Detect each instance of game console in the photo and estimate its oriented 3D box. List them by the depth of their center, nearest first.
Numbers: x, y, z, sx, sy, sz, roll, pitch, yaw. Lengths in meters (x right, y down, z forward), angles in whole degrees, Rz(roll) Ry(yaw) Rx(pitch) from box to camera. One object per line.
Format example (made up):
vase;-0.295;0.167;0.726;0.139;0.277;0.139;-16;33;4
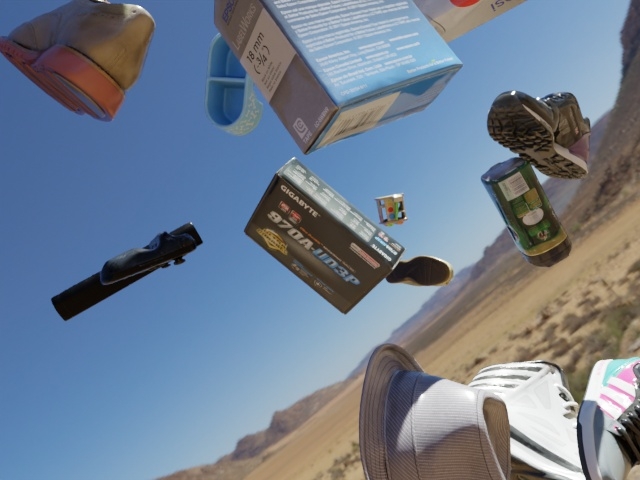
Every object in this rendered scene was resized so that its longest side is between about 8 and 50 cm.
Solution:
game console;-0.244;0.038;0.778;0.213;0.044;0.361;-32;6;-18

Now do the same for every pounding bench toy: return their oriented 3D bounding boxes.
pounding bench toy;0.154;-0.062;1.275;0.052;0.065;0.083;-12;5;-9

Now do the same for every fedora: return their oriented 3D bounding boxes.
fedora;0.155;0.246;0.696;0.124;0.275;0.243;-12;30;23

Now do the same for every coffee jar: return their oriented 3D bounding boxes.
coffee jar;0.349;-0.046;1.020;0.079;0.184;0.096;-30;12;6

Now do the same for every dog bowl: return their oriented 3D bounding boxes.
dog bowl;-0.242;-0.443;1.678;0.074;0.166;0.297;-10;-71;-64

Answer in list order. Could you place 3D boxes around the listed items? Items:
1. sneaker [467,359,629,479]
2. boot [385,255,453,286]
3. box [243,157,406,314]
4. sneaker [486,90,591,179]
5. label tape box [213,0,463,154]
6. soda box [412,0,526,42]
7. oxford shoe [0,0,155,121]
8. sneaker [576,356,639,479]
sneaker;0.474;0.363;1.115;0.257;0.448;0.169;-51;-27;-31
boot;0.295;0.084;1.571;0.165;0.077;0.213;6;-8;-37
box;0.000;0.000;0.940;0.051;0.220;0.175;-50;-1;-38
sneaker;0.377;-0.208;1.030;0.283;0.107;0.124;23;-101;-45
label tape box;-0.003;-0.303;0.811;0.241;0.333;0.106;-26;-13;-35
soda box;0.293;-0.479;1.176;0.286;0.091;0.098;-23;-23;24
oxford shoe;-0.302;-0.239;0.763;0.130;0.348;0.123;-54;-45;-9
sneaker;0.523;0.284;0.954;0.178;0.123;0.295;-23;16;39
